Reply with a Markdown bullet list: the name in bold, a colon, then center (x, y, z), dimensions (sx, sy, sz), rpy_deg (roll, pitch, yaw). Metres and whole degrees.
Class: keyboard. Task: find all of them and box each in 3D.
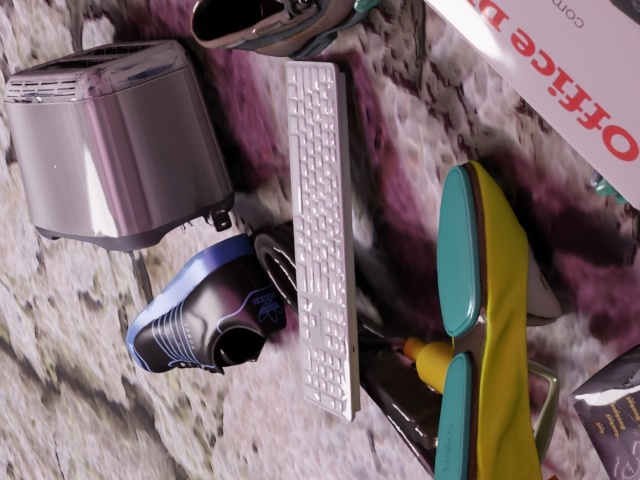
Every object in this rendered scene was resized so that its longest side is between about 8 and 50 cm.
- **keyboard**: center (0.000, 0.000, 0.965), dimensions (0.072, 0.014, 0.256), rpy_deg (12, 108, 54)

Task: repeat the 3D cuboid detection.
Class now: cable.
- **cable**: center (0.054, 0.087, 1.007), dimensions (0.287, 0.072, 0.139), rpy_deg (45, 161, 45)

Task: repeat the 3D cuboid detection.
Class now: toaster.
- **toaster**: center (-0.165, -0.079, 1.093), dimensions (0.227, 0.129, 0.147), rpy_deg (9, 119, 53)

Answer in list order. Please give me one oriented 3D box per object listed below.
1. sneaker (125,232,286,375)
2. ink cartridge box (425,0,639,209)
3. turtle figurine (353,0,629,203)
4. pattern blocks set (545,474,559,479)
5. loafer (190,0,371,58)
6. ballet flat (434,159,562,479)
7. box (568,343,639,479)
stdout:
- **sneaker**: center (-0.101, 0.083, 1.168), dimensions (0.090, 0.081, 0.232), rpy_deg (61, 147, 13)
- **ink cartridge box**: center (0.110, -0.123, 0.381), dimensions (0.148, 0.086, 0.203), rpy_deg (46, 149, 9)
- **turtle figurine**: center (0.139, -0.093, 0.674), dimensions (0.234, 0.175, 0.118), rpy_deg (31, 101, 4)
- **pattern blocks set**: center (0.204, 0.282, 0.857), dimensions (0.285, 0.026, 0.325), rpy_deg (68, 167, -16)
- **loafer**: center (-0.023, -0.163, 0.800), dimensions (0.267, 0.084, 0.096), rpy_deg (136, 122, -75)
- **ballet flat**: center (0.113, 0.065, 0.844), dimensions (0.077, 0.077, 0.231), rpy_deg (135, 139, -69)
- **box**: center (0.294, 0.185, 0.701), dimensions (0.242, 0.076, 0.308), rpy_deg (-25, 93, 58)
